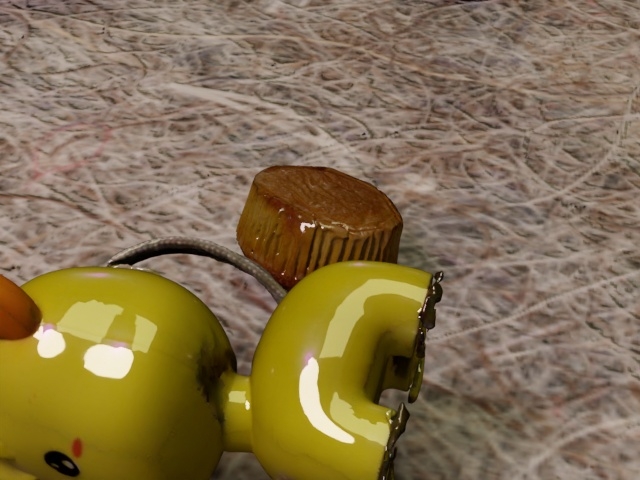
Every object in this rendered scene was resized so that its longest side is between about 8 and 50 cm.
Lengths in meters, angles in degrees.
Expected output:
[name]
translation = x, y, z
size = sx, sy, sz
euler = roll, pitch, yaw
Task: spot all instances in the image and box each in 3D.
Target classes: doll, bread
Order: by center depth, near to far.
[doll]
translation = -0.066, 0.052, 0.676
size = 0.220, 0.143, 0.135
euler = 10, 67, 7
[bread]
translation = 0.000, 0.000, 0.833
size = 0.085, 0.053, 0.085
euler = 12, 24, -6
